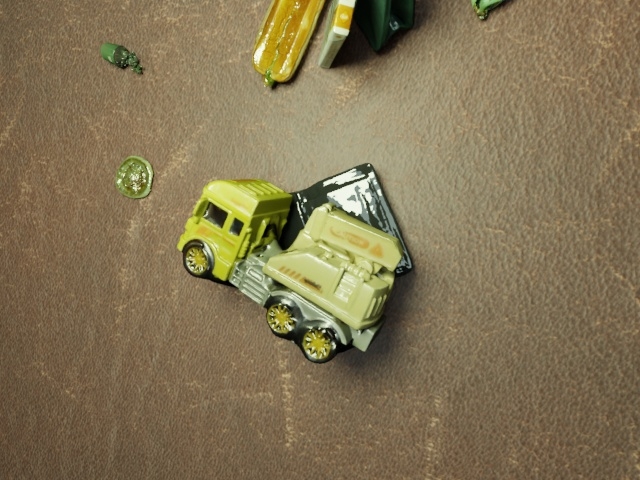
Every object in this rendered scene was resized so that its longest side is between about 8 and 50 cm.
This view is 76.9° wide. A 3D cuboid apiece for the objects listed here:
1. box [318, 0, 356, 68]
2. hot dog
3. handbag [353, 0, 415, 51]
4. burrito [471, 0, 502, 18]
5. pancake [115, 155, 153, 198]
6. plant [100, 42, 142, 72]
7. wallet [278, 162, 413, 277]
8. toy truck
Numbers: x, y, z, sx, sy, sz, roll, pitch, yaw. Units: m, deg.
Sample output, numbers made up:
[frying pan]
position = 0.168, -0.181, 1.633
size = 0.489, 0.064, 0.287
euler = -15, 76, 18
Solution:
[box]
position = 0.032, -0.398, 0.728
size = 0.032, 0.220, 0.121
euler = 12, 99, -9
[hot dog]
position = -0.067, -0.438, 0.833
size = 0.105, 0.076, 0.249
euler = 22, 101, -6
[handbag]
position = 0.059, -0.531, 0.710
size = 0.090, 0.238, 0.326
euler = -30, 83, 4
[burrito]
position = 0.308, -0.560, 0.736
size = 0.105, 0.054, 0.287
euler = -11, 88, 15
[pancake]
position = -0.446, -0.152, 0.965
size = 0.108, 0.017, 0.107
euler = 1, 94, 12
[plant]
position = -0.461, -0.429, 0.946
size = 0.102, 0.051, 0.051
euler = 25, 97, 9
[wallet]
position = 0.000, 0.000, 0.836
size = 0.323, 0.041, 0.246
euler = -21, 85, 18
[toy truck]
position = -0.053, 0.029, 0.744
size = 0.406, 0.181, 0.253
euler = 30, 108, 17
